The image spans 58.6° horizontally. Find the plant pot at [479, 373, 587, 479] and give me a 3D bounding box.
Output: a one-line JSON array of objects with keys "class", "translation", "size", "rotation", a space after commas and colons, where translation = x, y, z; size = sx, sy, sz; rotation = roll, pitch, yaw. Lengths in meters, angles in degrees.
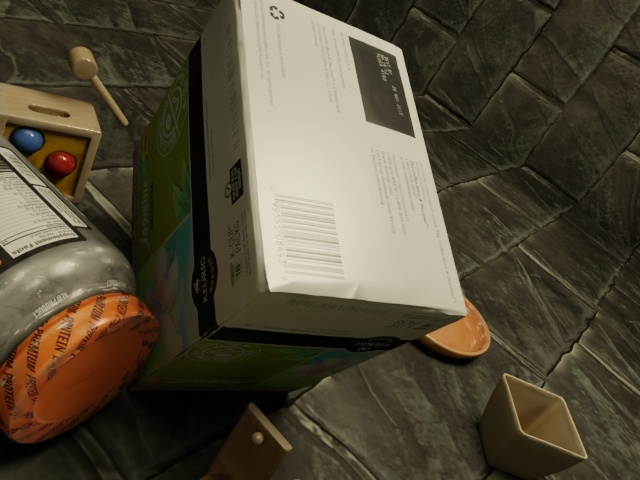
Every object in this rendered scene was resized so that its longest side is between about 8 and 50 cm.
[{"class": "plant pot", "translation": [0.290, 0.277, 0.815], "size": [0.109, 0.096, 0.109], "rotation": [24, 30, -11]}]

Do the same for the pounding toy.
[{"class": "pounding toy", "translation": [-0.348, -0.154, 0.781], "size": [0.181, 0.206, 0.094], "rotation": [6, 38, -37]}]

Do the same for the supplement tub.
[{"class": "supplement tub", "translation": [-0.316, 0.026, 0.546], "size": [0.316, 0.193, 0.194], "rotation": [41, 31, 17]}]

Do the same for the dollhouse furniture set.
[{"class": "dollhouse furniture set", "translation": [-0.084, 0.255, 0.479], "size": [0.144, 0.123, 0.151], "rotation": [43, 32, 21]}]

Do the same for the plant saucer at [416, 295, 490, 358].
[{"class": "plant saucer", "translation": [0.208, 0.136, 1.016], "size": [0.200, 0.037, 0.200], "rotation": [22, 31, -14]}]

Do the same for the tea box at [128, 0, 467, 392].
[{"class": "tea box", "translation": [-0.059, -0.025, 0.637], "size": [0.220, 0.323, 0.328], "rotation": [10, 59, -32]}]
